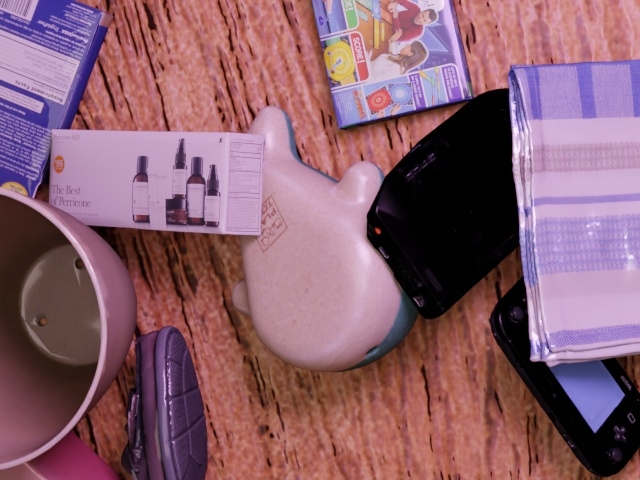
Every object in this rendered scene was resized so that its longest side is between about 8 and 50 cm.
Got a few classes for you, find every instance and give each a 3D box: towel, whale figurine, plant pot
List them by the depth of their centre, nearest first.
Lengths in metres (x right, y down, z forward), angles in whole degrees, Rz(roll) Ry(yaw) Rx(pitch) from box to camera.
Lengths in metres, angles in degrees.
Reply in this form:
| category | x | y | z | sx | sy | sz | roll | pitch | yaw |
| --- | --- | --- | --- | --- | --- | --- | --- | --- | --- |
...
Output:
| category | x | y | z | sx | sy | sz | roll | pitch | yaw |
| --- | --- | --- | --- | --- | --- | --- | --- | --- | --- |
| towel | 0.280 | -0.030 | 1.694 | 0.209 | 0.034 | 0.285 | -4 | 84 | -16 |
| plant pot | -0.280 | 0.073 | 1.736 | 0.256 | 0.274 | 0.256 | 0 | 92 | 13 |
| whale figurine | 0.000 | 0.000 | 1.767 | 0.216 | 0.141 | 0.272 | -47 | 58 | 28 |

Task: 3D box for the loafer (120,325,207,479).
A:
| category | x | y | z | sx | sy | sz | roll | pitch | yaw |
| --- | --- | --- | --- | --- | --- | --- | --- | --- | --- |
| loafer | -0.163 | 0.239 | 1.807 | 0.095 | 0.109 | 0.302 | -8 | 92 | 16 |

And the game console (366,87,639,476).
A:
| category | x | y | z | sx | sy | sz | roll | pitch | yaw |
| --- | --- | --- | --- | --- | --- | --- | --- | --- | --- |
| game console | 0.201 | 0.050 | 1.709 | 0.213 | 0.044 | 0.361 | -40 | 100 | -31 |

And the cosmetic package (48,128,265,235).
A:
| category | x | y | z | sx | sy | sz | roll | pitch | yaw |
| --- | --- | --- | --- | --- | --- | --- | --- | --- | --- |
| cosmetic package | -0.164 | -0.059 | 1.772 | 0.239 | 0.060 | 0.099 | 3 | 90 | 38 |

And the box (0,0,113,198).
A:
| category | x | y | z | sx | sy | sz | roll | pitch | yaw |
| --- | --- | --- | --- | --- | --- | --- | --- | --- | --- |
| box | -0.315 | -0.151 | 1.863 | 0.136 | 0.036 | 0.225 | 23 | 94 | 11 |

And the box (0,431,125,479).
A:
| category | x | y | z | sx | sy | sz | roll | pitch | yaw |
| --- | --- | --- | --- | --- | --- | --- | --- | --- | --- |
| box | -0.339 | 0.231 | 1.823 | 0.232 | 0.127 | 0.148 | 41 | 104 | 8 |

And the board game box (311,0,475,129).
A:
| category | x | y | z | sx | sy | sz | roll | pitch | yaw |
| --- | --- | --- | --- | --- | --- | --- | --- | --- | --- |
| board game box | 0.064 | -0.221 | 1.785 | 0.136 | 0.035 | 0.201 | -12 | 89 | 12 |
